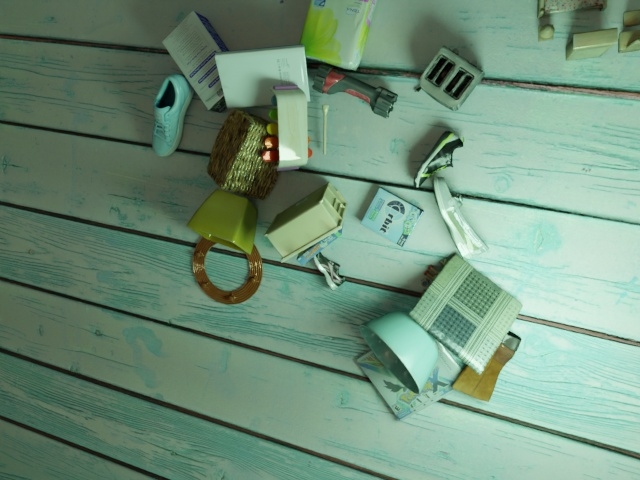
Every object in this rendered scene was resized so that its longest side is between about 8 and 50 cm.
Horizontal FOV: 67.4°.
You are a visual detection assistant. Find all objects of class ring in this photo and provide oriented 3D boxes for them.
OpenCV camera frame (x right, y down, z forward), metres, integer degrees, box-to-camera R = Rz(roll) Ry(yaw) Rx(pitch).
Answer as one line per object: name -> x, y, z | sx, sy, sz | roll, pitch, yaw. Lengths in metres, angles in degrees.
ring -> -0.404, 0.114, 2.053 | 0.337, 0.032, 0.336 | 3, 99, 18

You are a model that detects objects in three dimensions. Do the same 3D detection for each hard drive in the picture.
hard drive -> -0.207, -0.602, 1.773 | 0.319, 0.040, 0.210 | -4, 134, 3

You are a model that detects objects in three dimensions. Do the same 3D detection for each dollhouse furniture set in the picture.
dollhouse furniture set -> 0.827, -0.749, 1.444 | 0.304, 0.174, 0.355 | -1, 99, 18

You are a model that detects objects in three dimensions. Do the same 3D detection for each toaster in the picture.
toaster -> 0.437, -0.546, 1.635 | 0.168, 0.110, 0.185 | 39, 108, 9

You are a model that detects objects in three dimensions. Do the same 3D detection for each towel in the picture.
towel -> 0.509, 0.247, 1.676 | 0.312, 0.056, 0.324 | 39, 65, 11

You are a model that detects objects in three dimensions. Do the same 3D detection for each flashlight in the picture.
flashlight -> 0.122, -0.538, 1.749 | 0.304, 0.103, 0.103 | 28, 88, 7

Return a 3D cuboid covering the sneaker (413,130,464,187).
sneaker -> 0.420, -0.275, 1.697 | 0.097, 0.084, 0.234 | 36, 107, 8

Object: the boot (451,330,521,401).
boot -> 0.554, 0.421, 1.765 | 0.264, 0.096, 0.280 | 24, 104, 0

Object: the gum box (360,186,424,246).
gum box -> 0.267, -0.087, 1.798 | 0.184, 0.041, 0.156 | 31, 106, 10

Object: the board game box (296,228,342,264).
board game box -> 0.000, 0.000, 1.847 | 0.201, 0.136, 0.035 | -38, 104, 19

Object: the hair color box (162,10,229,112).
hair color box -> -0.447, -0.700, 1.898 | 0.185, 0.110, 0.338 | -35, 85, 19

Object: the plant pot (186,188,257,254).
plant pot -> -0.366, -0.082, 1.918 | 0.212, 0.212, 0.187 | 19, 79, 14

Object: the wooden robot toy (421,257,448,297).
wooden robot toy -> 0.415, 0.143, 1.767 | 0.076, 0.079, 0.173 | 36, 107, 9

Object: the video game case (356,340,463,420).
video game case -> 0.354, 0.502, 1.867 | 0.329, 0.036, 0.300 | -38, 86, 20

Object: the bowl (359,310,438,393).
bowl -> 0.300, 0.372, 1.714 | 0.163, 0.311, 0.311 | -38, 85, -12

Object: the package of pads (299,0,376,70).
package of pads -> 0.067, -0.783, 1.722 | 0.229, 0.101, 0.296 | 21, 105, 15

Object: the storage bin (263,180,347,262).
storage bin -> -0.049, -0.079, 1.793 | 0.262, 0.260, 0.123 | -31, 106, 20

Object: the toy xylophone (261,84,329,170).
toy xylophone -> -0.090, -0.410, 1.790 | 0.236, 0.081, 0.322 | -2, 110, -27

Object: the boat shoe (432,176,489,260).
boat shoe -> 0.485, -0.086, 1.695 | 0.103, 0.118, 0.320 | -25, 95, 14

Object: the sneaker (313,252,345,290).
sneaker -> 0.038, 0.104, 1.898 | 0.077, 0.072, 0.178 | -31, 96, 8

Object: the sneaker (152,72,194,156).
sneaker -> -0.640, -0.512, 1.960 | 0.135, 0.150, 0.365 | 28, 112, 14

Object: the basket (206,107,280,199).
basket -> -0.286, -0.343, 1.910 | 0.213, 0.223, 0.299 | 43, 112, 42
